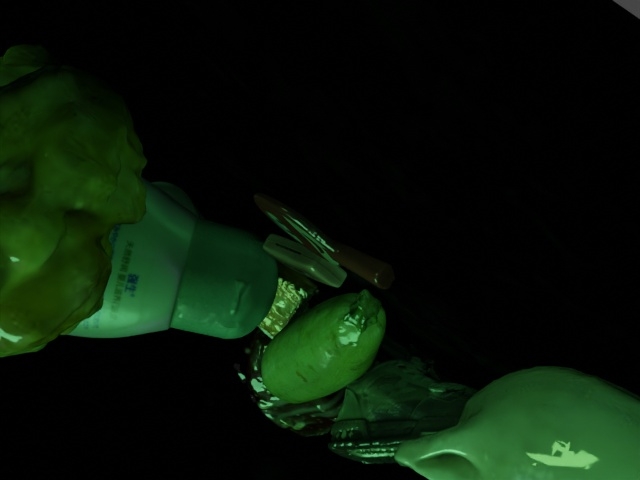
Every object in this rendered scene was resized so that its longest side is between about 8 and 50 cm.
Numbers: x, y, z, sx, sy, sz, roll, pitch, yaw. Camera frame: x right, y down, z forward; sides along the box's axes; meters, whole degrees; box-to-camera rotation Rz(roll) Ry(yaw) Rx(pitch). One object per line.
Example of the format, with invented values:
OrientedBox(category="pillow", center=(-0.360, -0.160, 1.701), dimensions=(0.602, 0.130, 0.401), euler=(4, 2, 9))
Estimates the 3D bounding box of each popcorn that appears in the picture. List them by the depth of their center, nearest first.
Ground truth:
OrientedBox(category="popcorn", center=(-0.263, -0.041, 0.412), dimensions=(0.286, 0.252, 0.215), euler=(-113, 13, -53))

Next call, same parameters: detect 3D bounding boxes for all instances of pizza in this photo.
OrientedBox(category="pizza", center=(-0.095, 0.058, 0.822), dimensions=(0.204, 0.080, 0.188), euler=(36, 147, 13))

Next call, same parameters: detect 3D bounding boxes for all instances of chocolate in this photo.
OrientedBox(category="chocolate", center=(-0.001, 0.275, 1.090), dimensions=(0.210, 0.225, 0.340), euler=(-21, 127, 33))

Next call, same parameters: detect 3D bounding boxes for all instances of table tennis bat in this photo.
OrientedBox(category="table tennis bat", center=(0.000, 0.000, 0.434), dimensions=(0.154, 0.019, 0.098), euler=(29, 168, 41))

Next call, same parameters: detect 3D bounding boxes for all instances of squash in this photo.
OrientedBox(category="squash", center=(0.008, 0.142, 0.677), dimensions=(0.118, 0.118, 0.370), euler=(35, 148, -3))

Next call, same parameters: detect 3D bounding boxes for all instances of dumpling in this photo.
OrientedBox(category="dumpling", center=(0.182, 0.148, 0.315), dimensions=(0.252, 0.132, 0.179), euler=(-5, 164, 41))

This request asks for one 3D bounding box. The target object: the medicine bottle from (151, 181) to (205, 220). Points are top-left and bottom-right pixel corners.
OrientedBox(category="medicine bottle", center=(-0.235, -0.019, 0.817), dimensions=(0.102, 0.103, 0.187), euler=(34, 169, 5))

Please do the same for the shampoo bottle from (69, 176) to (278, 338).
OrientedBox(category="shampoo bottle", center=(-0.224, 0.027, 0.642), dimensions=(0.349, 0.222, 0.151), euler=(14, -167, -13))

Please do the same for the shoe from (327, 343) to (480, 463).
OrientedBox(category="shoe", center=(0.131, 0.194, 0.646), dimensions=(0.293, 0.149, 0.109), euler=(-24, 132, 40))

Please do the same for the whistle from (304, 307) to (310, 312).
OrientedBox(category="whistle", center=(-0.128, 0.137, 1.283), dimensions=(0.312, 0.062, 0.062), euler=(31, 169, 18))

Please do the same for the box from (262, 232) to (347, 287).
OrientedBox(category="box", center=(-0.020, 0.022, 0.556), dimensions=(0.048, 0.025, 0.115), euler=(44, 167, -33))
